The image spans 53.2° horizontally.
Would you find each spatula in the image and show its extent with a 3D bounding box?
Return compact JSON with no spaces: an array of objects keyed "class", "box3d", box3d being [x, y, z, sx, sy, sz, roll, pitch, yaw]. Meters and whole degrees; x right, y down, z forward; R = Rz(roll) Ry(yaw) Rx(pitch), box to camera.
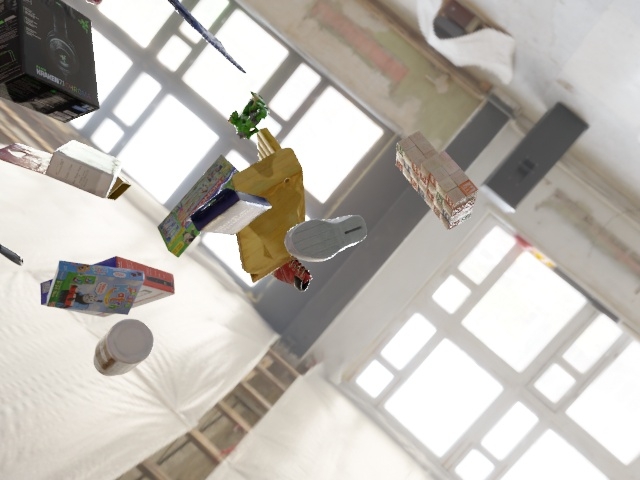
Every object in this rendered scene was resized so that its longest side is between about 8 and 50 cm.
[{"class":"spatula","box3d":[-0.841,0.006,1.662,0.296,0.031,0.084,95,166,-68]}]

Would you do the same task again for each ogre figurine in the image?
[{"class":"ogre figurine","box3d":[-0.210,-0.368,1.908,0.097,0.118,0.197,29,-160,-44]}]

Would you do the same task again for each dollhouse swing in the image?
[{"class":"dollhouse swing","box3d":[-0.206,-0.129,1.994,0.305,0.315,0.346,40,150,31]}]

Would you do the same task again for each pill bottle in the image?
[{"class":"pill bottle","box3d":[-0.578,0.318,1.845,0.131,0.131,0.229,39,141,-12]}]

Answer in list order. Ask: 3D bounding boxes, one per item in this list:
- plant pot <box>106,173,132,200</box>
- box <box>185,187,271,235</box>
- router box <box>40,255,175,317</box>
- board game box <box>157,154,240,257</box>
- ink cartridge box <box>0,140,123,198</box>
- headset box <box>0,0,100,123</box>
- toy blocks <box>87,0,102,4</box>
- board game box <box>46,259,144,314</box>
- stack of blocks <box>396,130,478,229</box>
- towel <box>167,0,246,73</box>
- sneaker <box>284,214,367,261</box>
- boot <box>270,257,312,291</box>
[{"class":"plant pot","box3d":[-0.671,-0.186,2.043,0.083,0.081,0.081,47,-178,3]},{"class":"box","box3d":[-0.225,-0.068,1.587,0.036,0.136,0.225,58,-165,14]},{"class":"router box","box3d":[-0.730,0.168,2.212,0.301,0.336,0.082,32,-136,-62]},{"class":"board game box","box3d":[-0.369,-0.113,1.970,0.046,0.317,0.213,41,-179,-29]},{"class":"ink cartridge box","box3d":[-0.618,-0.196,1.525,0.261,0.066,0.296,22,-173,-18]},{"class":"headset box","box3d":[-0.687,-0.471,1.574,0.246,0.131,0.282,22,-124,-65]},{"class":"toy blocks","box3d":[-0.749,-0.751,1.824,0.260,0.288,0.308,17,148,22]},{"class":"board game box","box3d":[-0.589,0.127,1.672,0.212,0.160,0.039,10,-135,-28]},{"class":"stack of blocks","box3d":[0.354,-0.199,1.986,0.297,0.087,0.171,56,168,25]},{"class":"towel","box3d":[-0.431,-0.792,2.454,0.243,0.040,0.336,51,-170,31]},{"class":"sneaker","box3d":[0.000,0.000,1.422,0.258,0.091,0.094,-10,-96,-51]},{"class":"boot","box3d":[-0.098,0.054,2.178,0.176,0.088,0.244,26,134,37]}]
